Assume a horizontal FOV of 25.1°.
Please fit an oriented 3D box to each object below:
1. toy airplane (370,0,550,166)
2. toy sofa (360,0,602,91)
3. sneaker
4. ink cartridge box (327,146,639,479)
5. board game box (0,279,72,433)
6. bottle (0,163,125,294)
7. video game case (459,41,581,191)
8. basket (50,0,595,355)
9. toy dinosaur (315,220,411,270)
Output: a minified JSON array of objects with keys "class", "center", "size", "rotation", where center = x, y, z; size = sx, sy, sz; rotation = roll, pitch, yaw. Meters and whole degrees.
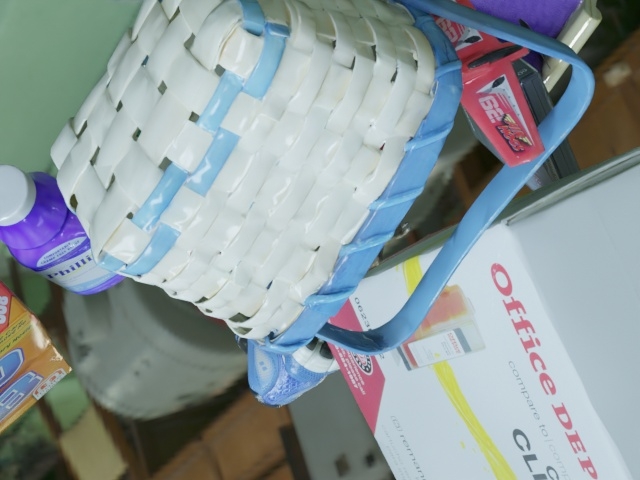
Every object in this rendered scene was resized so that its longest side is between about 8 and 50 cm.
[{"class":"toy airplane","center":[0.082,-0.101,0.949],"size":[0.151,0.151,0.028],"rotation":[-15,165,-8]},{"class":"toy sofa","center":[0.171,-0.325,1.850],"size":[0.363,0.177,0.150],"rotation":[25,136,-7]},{"class":"sneaker","center":[-0.041,0.060,1.611],"size":[0.130,0.330,0.147],"rotation":[34,118,-17]},{"class":"ink cartridge box","center":[0.178,0.111,1.203],"size":[0.160,0.279,0.385],"rotation":[-26,179,-25]},{"class":"board game box","center":[-0.583,0.123,1.800],"size":[0.356,0.356,0.356],"rotation":[-43,169,-12]},{"class":"bottle","center":[-0.311,-0.015,1.698],"size":[0.118,0.092,0.283],"rotation":[-31,159,5]},{"class":"video game case","center":[0.183,-0.134,1.441],"size":[0.026,0.274,0.196],"rotation":[-30,122,-2]},{"class":"basket","center":[0.005,-0.056,0.893],"size":[0.289,0.201,0.254],"rotation":[23,113,-32]},{"class":"toy dinosaur","center":[0.000,0.000,0.938],"size":[0.183,0.053,0.092],"rotation":[5,139,-45]}]
